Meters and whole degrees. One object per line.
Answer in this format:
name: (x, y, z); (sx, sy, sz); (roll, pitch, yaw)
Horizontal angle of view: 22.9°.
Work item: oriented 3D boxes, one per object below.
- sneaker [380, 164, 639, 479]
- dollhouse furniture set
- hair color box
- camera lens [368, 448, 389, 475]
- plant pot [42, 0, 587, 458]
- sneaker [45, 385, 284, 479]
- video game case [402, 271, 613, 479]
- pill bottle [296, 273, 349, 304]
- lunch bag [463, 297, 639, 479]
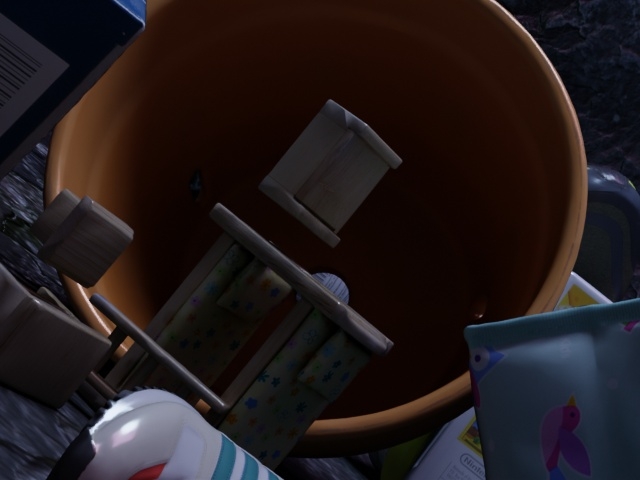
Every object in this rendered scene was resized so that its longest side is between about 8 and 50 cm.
sneaker: (0.138, 0.094, 1.026); (0.111, 0.300, 0.121); (15, 19, -16)
dollhouse furniture set: (-0.039, 0.014, 0.691); (0.101, 0.182, 0.161); (39, 0, 36)
hair color box: (-0.189, -0.172, 0.916); (0.105, 0.174, 0.347); (38, 22, -26)
camera lens: (0.184, 0.162, 1.229); (0.274, 0.219, 0.219); (39, 1, 42)
plant pot: (0.000, 0.000, 0.929); (0.291, 0.291, 0.203); (39, -15, 15)
sneaker: (-0.031, 0.101, 0.545); (0.075, 0.057, 0.161); (32, -5, 28)
video game case: (0.174, 0.166, 0.944); (0.227, 0.206, 0.026); (38, -11, 0)
pill bottle: (-0.018, 0.034, 1.935); (0.160, 0.160, 0.283); (39, 0, 32)
lunch bag: (0.179, 0.150, 0.774); (0.262, 0.160, 0.223); (31, 49, -67)
